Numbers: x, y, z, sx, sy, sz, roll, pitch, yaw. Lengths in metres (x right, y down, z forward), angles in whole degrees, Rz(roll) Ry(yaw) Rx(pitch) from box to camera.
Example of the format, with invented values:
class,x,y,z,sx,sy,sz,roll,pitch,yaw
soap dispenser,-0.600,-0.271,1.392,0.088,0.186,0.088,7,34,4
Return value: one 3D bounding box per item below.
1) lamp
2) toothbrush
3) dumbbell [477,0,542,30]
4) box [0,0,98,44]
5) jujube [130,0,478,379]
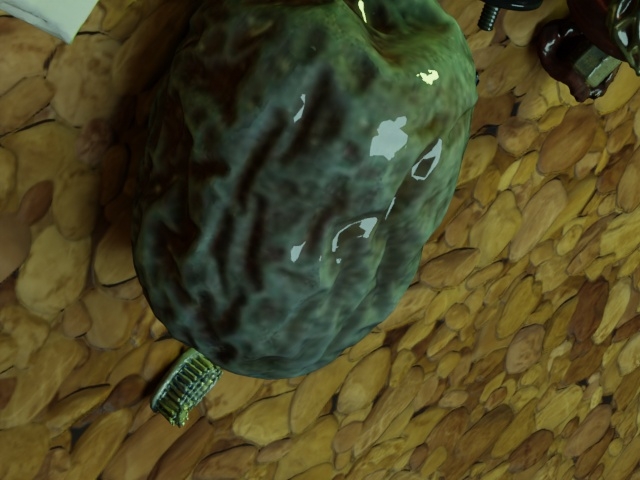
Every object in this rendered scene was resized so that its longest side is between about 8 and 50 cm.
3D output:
class,x,y,z,sx,sy,sz,roll,pitch,yaw
lamp,0.284,-0.210,1.449,0.215,0.151,0.223,-40,153,12
toothbrush,0.000,0.000,1.445,0.413,0.042,0.035,-48,148,-8
dumbbell,0.165,-0.262,1.323,0.099,0.099,0.208,-14,133,-44
box,-0.169,-0.244,0.778,0.194,0.260,0.111,-55,147,7
jujube,-0.020,-0.051,1.201,0.226,0.226,0.317,-12,137,-45
